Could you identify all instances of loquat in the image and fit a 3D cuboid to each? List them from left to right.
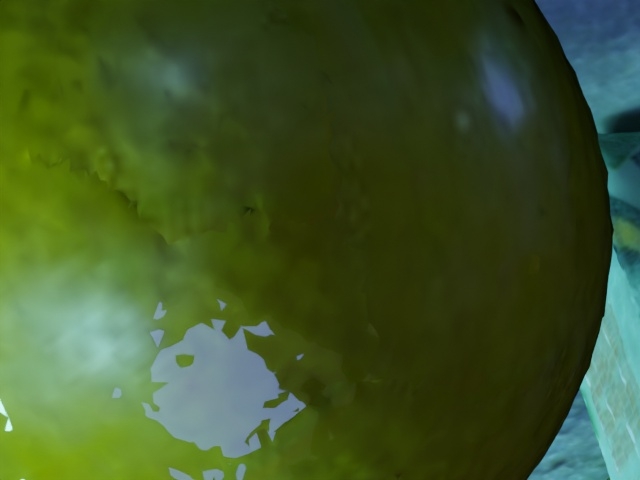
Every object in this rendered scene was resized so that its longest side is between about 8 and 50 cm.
[{"bbox_3d":[-0.057,-0.034,0.689,0.328,0.328,0.359,6,94,-24],"label":"loquat"}]

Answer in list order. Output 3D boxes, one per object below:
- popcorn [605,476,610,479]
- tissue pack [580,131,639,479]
[{"bbox_3d":[0.242,0.218,1.205,0.198,0.155,0.197,-6,154,-3],"label":"popcorn"},{"bbox_3d":[0.254,0.087,0.912,0.228,0.310,0.128,-3,141,-15],"label":"tissue pack"}]
